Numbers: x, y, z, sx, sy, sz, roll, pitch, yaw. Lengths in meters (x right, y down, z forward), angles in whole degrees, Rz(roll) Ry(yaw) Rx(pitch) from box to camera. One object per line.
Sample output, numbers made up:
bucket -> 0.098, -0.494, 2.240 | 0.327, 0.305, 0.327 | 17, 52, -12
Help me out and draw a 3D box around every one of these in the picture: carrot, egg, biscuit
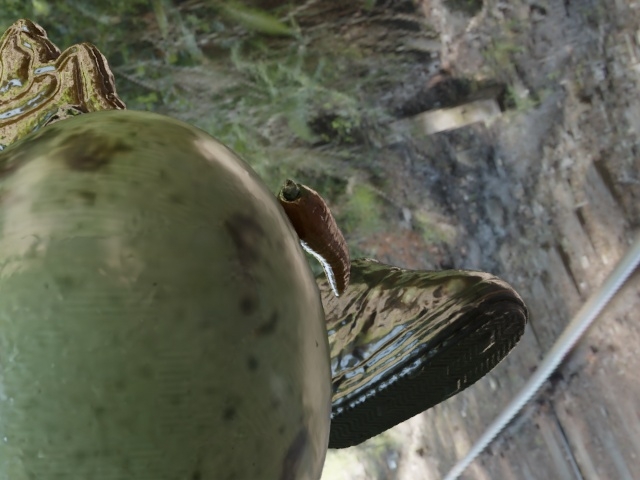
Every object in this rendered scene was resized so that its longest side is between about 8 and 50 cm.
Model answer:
carrot -> 0.000, 0.000, 0.642 | 0.142, 0.035, 0.035 | 57, -172, -53
egg -> -0.136, 0.101, 0.587 | 0.287, 0.288, 0.379 | -121, 33, -66
biscuit -> -0.264, -0.077, 0.868 | 0.041, 0.209, 0.290 | 4, -113, -62

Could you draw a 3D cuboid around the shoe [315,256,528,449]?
shoe -> 0.102, 0.121, 1.316 | 0.171, 0.384, 0.237 | 27, -144, -45
